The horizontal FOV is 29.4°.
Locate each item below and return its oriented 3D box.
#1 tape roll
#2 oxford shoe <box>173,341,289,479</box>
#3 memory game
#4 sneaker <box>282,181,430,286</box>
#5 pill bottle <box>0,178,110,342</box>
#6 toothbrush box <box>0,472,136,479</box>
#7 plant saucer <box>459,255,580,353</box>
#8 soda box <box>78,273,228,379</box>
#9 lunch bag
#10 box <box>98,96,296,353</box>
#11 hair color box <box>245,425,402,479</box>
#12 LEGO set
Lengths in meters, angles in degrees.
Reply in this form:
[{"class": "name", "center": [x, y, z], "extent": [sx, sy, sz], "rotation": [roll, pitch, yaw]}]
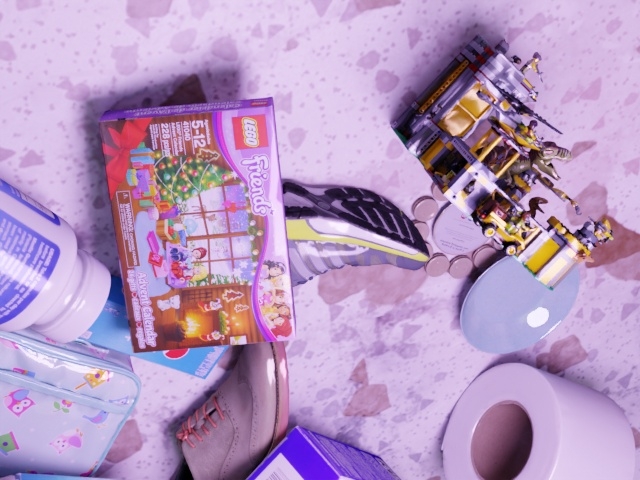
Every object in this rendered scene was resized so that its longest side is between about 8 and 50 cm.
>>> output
[{"class": "tape roll", "center": [0.328, 0.322, 1.845], "extent": [0.169, 0.246, 0.246], "rotation": [21, 113, -32]}, {"class": "oxford shoe", "center": [-0.130, 0.266, 1.693], "extent": [0.130, 0.123, 0.348], "rotation": [5, 120, -20]}, {"class": "memory game", "center": [0.202, -0.023, 1.698], "extent": [0.186, 0.012, 0.186], "rotation": [-12, 127, -16]}, {"class": "sneaker", "center": [0.000, 0.000, 1.583], "extent": [0.300, 0.111, 0.121], "rotation": [11, 125, -20]}, {"class": "pill bottle", "center": [-0.376, 0.011, 1.389], "extent": [0.152, 0.152, 0.272], "rotation": [-44, 128, 11]}, {"class": "toothbrush box", "center": [-0.360, 0.387, 1.567], "extent": [0.216, 0.126, 0.295], "rotation": [-20, 160, 22]}, {"class": "plant saucer", "center": [0.286, 0.080, 1.788], "extent": [0.195, 0.037, 0.195], "rotation": [-12, 129, -16]}, {"class": "soda box", "center": [-0.224, 0.107, 1.572], "extent": [0.210, 0.071, 0.067], "rotation": [24, 111, -34]}, {"class": "lunch bag", "center": [-0.381, 0.193, 1.542], "extent": [0.279, 0.108, 0.224], "rotation": [21, 113, -34]}, {"class": "box", "center": [-0.141, -0.016, 1.445], "extent": [0.201, 0.057, 0.293], "rotation": [-5, 109, 1]}, {"class": "hair color box", "center": [-0.001, 0.387, 1.751], "extent": [0.185, 0.110, 0.339], "rotation": [-46, 150, 3]}, {"class": "LEGO set", "center": [0.244, -0.112, 1.480], "extent": [0.255, 0.331, 0.192], "rotation": [41, 101, -14]}]
